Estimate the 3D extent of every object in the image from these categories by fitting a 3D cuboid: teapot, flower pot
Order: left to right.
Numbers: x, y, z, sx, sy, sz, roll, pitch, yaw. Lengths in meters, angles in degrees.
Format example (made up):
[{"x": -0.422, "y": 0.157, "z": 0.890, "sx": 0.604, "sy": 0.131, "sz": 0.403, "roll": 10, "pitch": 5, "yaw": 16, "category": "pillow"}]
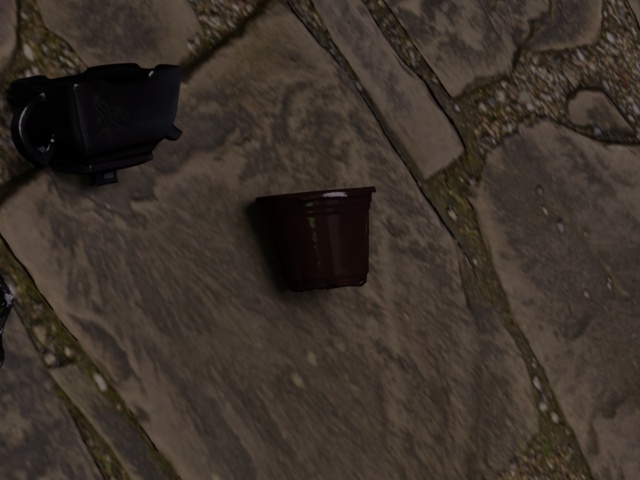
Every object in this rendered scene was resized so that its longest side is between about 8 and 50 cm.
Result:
[{"x": -0.185, "y": -0.094, "z": 1.650, "sx": 0.177, "sy": 0.087, "sz": 0.096, "roll": -15, "pitch": 106, "yaw": -45, "category": "teapot"}, {"x": 0.000, "y": 0.000, "z": 1.771, "sx": 0.111, "sy": 0.111, "sz": 0.089, "roll": -8, "pitch": 93, "yaw": -44, "category": "flower pot"}]

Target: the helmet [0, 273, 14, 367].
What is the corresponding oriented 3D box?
[{"x": -0.287, "y": 0.063, "z": 1.468, "sx": 0.098, "sy": 0.070, "sz": 0.123, "roll": 37, "pitch": 56, "yaw": -38, "category": "helmet"}]
